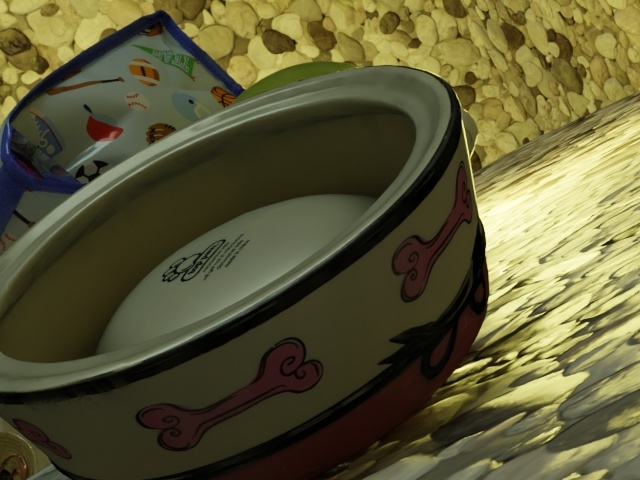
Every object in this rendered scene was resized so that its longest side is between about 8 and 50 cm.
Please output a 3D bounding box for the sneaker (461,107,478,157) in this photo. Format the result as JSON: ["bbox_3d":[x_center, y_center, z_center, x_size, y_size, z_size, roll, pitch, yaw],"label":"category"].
[{"bbox_3d":[0.043,-0.004,1.440,0.305,0.114,0.152,-39,47,-19],"label":"sneaker"}]

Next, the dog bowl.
[{"bbox_3d":[-0.058,0.039,1.181,0.408,0.150,0.408,-24,23,11],"label":"dog bowl"}]

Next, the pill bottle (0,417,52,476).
[{"bbox_3d":[-0.402,0.248,1.896,0.278,0.162,0.162,-27,2,39],"label":"pill bottle"}]

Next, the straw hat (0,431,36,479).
[{"bbox_3d":[-0.349,0.278,1.735,0.144,0.144,0.061,-28,-36,12],"label":"straw hat"}]

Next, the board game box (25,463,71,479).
[{"bbox_3d":[-0.155,0.196,1.426,0.390,0.050,0.390,-29,2,-37],"label":"board game box"}]

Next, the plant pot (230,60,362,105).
[{"bbox_3d":[0.034,-0.023,1.693,0.275,0.274,0.293,-28,23,-5],"label":"plant pot"}]

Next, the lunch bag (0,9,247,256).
[{"bbox_3d":[-0.277,-0.039,1.887,0.385,0.239,0.328,-38,-16,-52],"label":"lunch bag"}]
